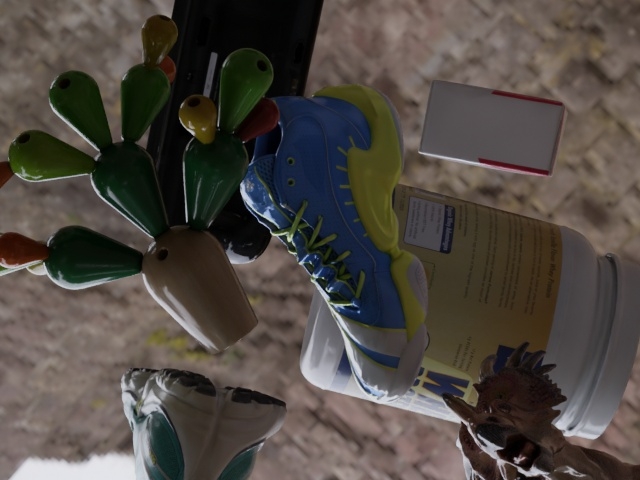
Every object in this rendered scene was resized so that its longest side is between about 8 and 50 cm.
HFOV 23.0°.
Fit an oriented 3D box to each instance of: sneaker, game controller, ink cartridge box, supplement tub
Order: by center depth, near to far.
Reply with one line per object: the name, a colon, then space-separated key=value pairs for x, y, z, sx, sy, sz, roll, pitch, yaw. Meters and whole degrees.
sneaker: x=-0.095 y=0.146 z=1.052 sx=0.107 sy=0.110 sz=0.275 roll=18 pitch=172 yaw=-4
sneaker: x=0.000 y=0.000 z=1.126 sx=0.126 sy=0.091 sz=0.240 roll=4 pitch=-114 yaw=-25
game controller: x=-0.082 y=-0.142 z=1.452 sx=0.166 sy=0.319 sz=0.067 roll=20 pitch=-166 yaw=32
supplement tub: x=0.155 y=0.076 z=1.637 sx=0.316 sy=0.228 sz=0.228 roll=14 pitch=-159 yaw=-2
ink cartridge box: x=0.231 y=-0.144 z=2.076 sx=0.172 sy=0.100 sz=0.237 roll=11 pitch=-176 yaw=9

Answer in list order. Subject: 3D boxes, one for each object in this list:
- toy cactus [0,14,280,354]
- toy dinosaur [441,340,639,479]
toy cactus: x=-0.103 y=-0.017 z=0.908 sx=0.180 sy=0.219 sz=0.112 roll=56 pitch=-177 yaw=-8
toy dinosaur: x=0.155 y=0.178 z=1.150 sx=0.200 sy=0.295 sz=0.127 roll=27 pitch=-122 yaw=0
